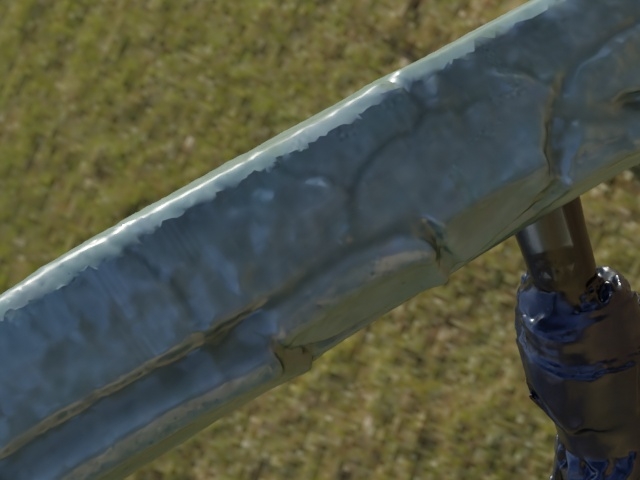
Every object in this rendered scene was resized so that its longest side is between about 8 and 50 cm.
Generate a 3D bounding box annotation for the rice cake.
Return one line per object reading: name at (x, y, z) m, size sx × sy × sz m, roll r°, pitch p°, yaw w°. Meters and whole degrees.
rice cake at (0.000, 0.000, 0.481) m, size 0.336 × 0.063 × 0.066 m, roll -32°, pitch -1°, yaw -19°

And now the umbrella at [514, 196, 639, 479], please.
umbrella at (0.107, 0.055, 0.724) m, size 0.071 × 0.248 × 0.071 m, roll -16°, pitch 37°, yaw 13°
